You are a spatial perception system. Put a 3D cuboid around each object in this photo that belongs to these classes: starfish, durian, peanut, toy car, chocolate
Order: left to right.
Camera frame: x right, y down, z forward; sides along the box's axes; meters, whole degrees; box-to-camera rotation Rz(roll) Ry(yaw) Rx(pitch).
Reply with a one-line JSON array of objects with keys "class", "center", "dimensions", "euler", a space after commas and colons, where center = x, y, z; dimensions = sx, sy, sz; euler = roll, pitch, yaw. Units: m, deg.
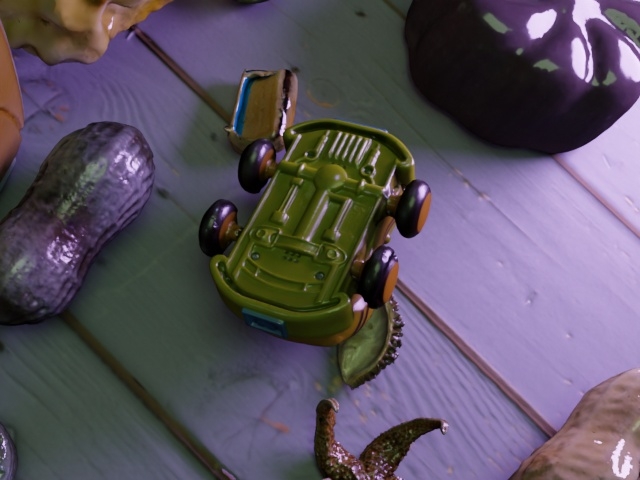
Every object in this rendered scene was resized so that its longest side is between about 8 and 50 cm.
[{"class": "chocolate", "center": [-0.251, -0.020, 0.785], "dimensions": [0.110, 0.110, 0.248], "euler": [29, 67, -1]}, {"class": "toy car", "center": [0.000, 0.000, 0.814], "dimensions": [0.200, 0.142, 0.248], "euler": [20, 62, 20]}, {"class": "durian", "center": [0.055, 0.094, 0.843], "dimensions": [0.066, 0.052, 0.130], "euler": [10, 69, -7]}, {"class": "starfish", "center": [0.068, 0.237, 0.781], "dimensions": [0.189, 0.074, 0.146], "euler": [24, 68, -4]}, {"class": "peanut", "center": [0.287, 0.233, 0.808], "dimensions": [0.290, 0.130, 0.130], "euler": [-38, 82, -25]}]

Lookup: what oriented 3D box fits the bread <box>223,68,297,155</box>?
[{"class": "bread", "center": [-0.063, -0.143, 0.904], "dimensions": [0.072, 0.053, 0.106], "euler": [3, 65, 13]}]

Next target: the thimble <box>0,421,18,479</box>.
[{"class": "thimble", "center": [-0.320, 0.194, 0.712], "dimensions": [0.110, 0.062, 0.084], "euler": [44, 69, 6]}]

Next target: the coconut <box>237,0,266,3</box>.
[{"class": "coconut", "center": [-0.081, -0.323, 0.946], "dimensions": [0.087, 0.088, 0.096], "euler": [1, 63, -13]}]

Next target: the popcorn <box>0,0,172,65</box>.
[{"class": "popcorn", "center": [-0.279, -0.372, 0.801], "dimensions": [0.390, 0.344, 0.354], "euler": [30, 22, 23]}]

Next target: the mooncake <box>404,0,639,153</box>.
[{"class": "mooncake", "center": [0.264, -0.259, 0.971], "dimensions": [0.306, 0.154, 0.306], "euler": [6, 68, -14]}]

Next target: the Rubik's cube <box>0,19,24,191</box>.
[{"class": "Rubik's cube", "center": [-0.474, -0.089, 0.624], "dimensions": [0.351, 0.347, 0.352], "euler": [21, 67, -5]}]
